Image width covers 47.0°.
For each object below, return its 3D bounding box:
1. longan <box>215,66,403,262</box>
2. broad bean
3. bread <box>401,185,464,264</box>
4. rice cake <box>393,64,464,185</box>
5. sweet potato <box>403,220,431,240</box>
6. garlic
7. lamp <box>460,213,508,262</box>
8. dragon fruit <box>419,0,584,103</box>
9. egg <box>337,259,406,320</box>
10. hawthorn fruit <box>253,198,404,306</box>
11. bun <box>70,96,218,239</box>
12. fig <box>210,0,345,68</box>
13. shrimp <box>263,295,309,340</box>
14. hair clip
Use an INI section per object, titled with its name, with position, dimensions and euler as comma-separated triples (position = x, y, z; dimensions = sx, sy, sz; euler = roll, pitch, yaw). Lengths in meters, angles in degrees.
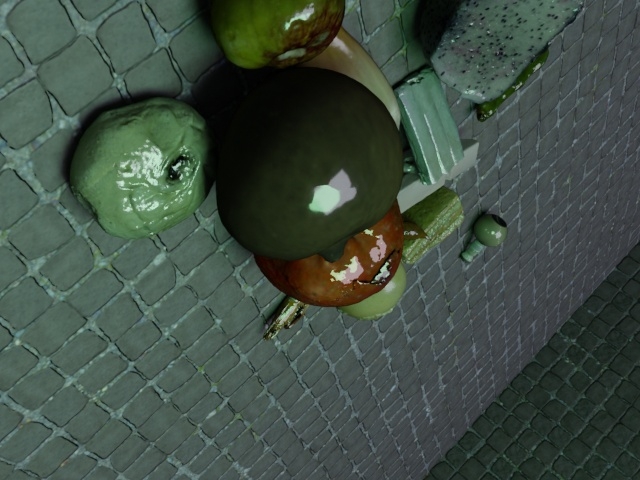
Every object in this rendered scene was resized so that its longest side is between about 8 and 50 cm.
[longan]
position = -0.014, -0.098, 1.068
dimensions = 0.300, 0.243, 0.300
euler = -6, 112, -16
[broad bean]
position = 0.432, -0.358, 1.673
dimensions = 0.256, 0.052, 0.053
euler = -45, -177, -12
[bread]
position = 0.211, -0.042, 1.627
dimensions = 0.196, 0.138, 0.102
euler = -45, 137, -11
[rice cake]
position = 0.214, -0.230, 1.462
dimensions = 0.124, 0.038, 0.211
euler = -39, 116, -25
[sweet potato]
position = 0.099, -0.014, 1.503
dimensions = 0.274, 0.067, 0.067
euler = -2, 129, -14
[garlic]
position = 0.036, -0.251, 1.225
dimensions = 0.143, 0.112, 0.318
euler = -33, 151, 10
[lamp]
position = 0.440, 0.001, 2.016
dimensions = 0.091, 0.091, 0.163
euler = -6, 142, -49
[dragon fruit]
position = 0.294, -0.419, 1.324
dimensions = 0.221, 0.203, 0.283
euler = 8, 143, -25
[egg]
position = 0.099, 0.089, 1.565
dimensions = 0.164, 0.164, 0.201
euler = -28, 180, -34
[hawthorn fruit]
position = 0.000, 0.000, 1.311
dimensions = 0.276, 0.276, 0.307
euler = -38, 173, -21
[bun]
position = -0.238, -0.093, 1.035
dimensions = 0.221, 0.108, 0.221
euler = -32, 143, -28
[fig]
position = -0.057, -0.327, 0.992
dimensions = 0.181, 0.181, 0.190
euler = -7, 103, -48
[shrimp]
position = -0.067, 0.156, 1.570
dimensions = 0.162, 0.045, 0.095
euler = -48, 169, -15
[hair clip]
position = 0.206, -0.146, 1.557
dimensions = 0.331, 0.101, 0.085
euler = -31, 136, -33
